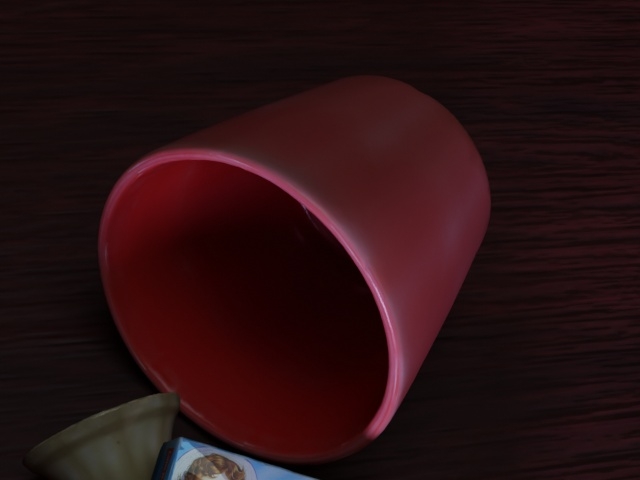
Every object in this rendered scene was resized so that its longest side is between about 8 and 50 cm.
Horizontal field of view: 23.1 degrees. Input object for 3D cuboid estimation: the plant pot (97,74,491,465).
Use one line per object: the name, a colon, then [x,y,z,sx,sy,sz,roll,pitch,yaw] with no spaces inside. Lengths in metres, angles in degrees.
plant pot: [0.000,0.000,1.255,0.275,0.275,0.243,38,43,10]

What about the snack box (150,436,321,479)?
snack box: [0.017,0.275,1.105,0.321,0.060,0.187,19,73,-15]

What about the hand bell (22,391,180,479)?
hand bell: [-0.113,0.245,1.138,0.126,0.126,0.242,-18,75,-29]
